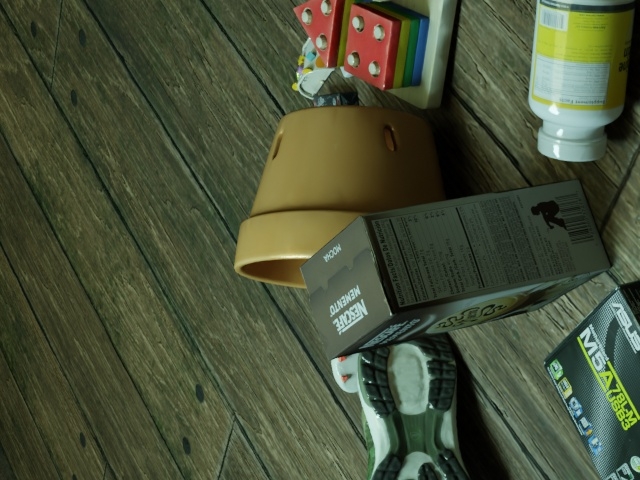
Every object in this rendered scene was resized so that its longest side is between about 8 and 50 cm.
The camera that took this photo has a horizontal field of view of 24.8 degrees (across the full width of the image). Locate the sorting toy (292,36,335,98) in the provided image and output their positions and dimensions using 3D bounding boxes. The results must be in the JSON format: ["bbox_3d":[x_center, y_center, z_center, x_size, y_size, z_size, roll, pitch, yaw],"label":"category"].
[{"bbox_3d":[-0.014,-0.261,2.125,0.083,0.045,0.075,130,143,-55],"label":"sorting toy"}]

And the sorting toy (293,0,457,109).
[{"bbox_3d":[0.061,-0.326,1.873,0.255,0.089,0.257,35,125,48],"label":"sorting toy"}]

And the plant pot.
[{"bbox_3d":[0.042,-0.051,1.872,0.291,0.291,0.203,-15,68,61],"label":"plant pot"}]

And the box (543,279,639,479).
[{"bbox_3d":[0.341,0.170,1.614,0.190,0.045,0.184,66,151,22],"label":"box"}]

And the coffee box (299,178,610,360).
[{"bbox_3d":[0.150,0.031,1.647,0.168,0.297,0.118,-41,64,58],"label":"coffee box"}]

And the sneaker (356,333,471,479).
[{"bbox_3d":[0.122,0.318,1.937,0.182,0.158,0.410,92,180,-65],"label":"sneaker"}]

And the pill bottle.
[{"bbox_3d":[0.276,-0.183,1.551,0.103,0.103,0.184,34,128,53],"label":"pill bottle"}]

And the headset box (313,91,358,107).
[{"bbox_3d":[0.022,-0.179,2.084,0.083,0.032,0.062,3,102,62],"label":"headset box"}]

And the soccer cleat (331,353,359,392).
[{"bbox_3d":[0.039,0.123,2.131,0.076,0.068,0.196,-170,74,-73],"label":"soccer cleat"}]

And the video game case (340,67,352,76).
[{"bbox_3d":[0.043,-0.326,2.011,0.157,0.019,0.143,-52,55,55],"label":"video game case"}]
